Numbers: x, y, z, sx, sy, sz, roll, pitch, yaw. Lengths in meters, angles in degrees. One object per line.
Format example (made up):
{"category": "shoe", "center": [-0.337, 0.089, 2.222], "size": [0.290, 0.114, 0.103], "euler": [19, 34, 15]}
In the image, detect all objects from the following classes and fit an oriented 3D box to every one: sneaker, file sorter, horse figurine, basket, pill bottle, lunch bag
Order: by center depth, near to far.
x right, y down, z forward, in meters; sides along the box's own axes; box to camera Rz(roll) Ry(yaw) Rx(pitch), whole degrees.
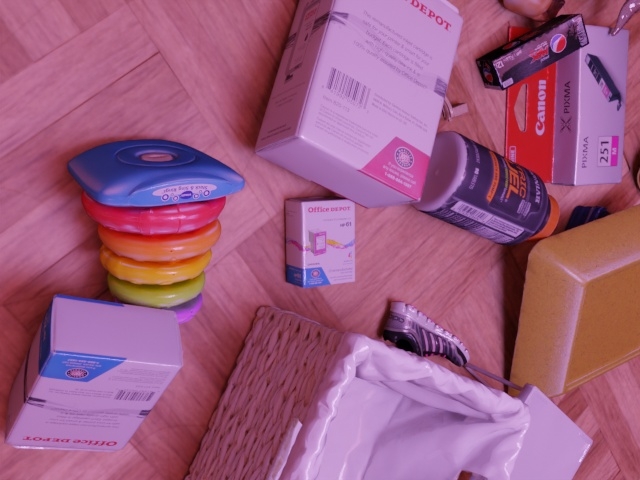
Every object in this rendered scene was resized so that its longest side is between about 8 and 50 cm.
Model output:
{"category": "basket", "center": [0.042, 0.294, 0.921], "size": [0.331, 0.266, 0.328], "euler": [27, 84, -29]}
{"category": "pill bottle", "center": [0.264, -0.070, 1.076], "size": [0.246, 0.130, 0.130], "euler": [19, 87, -31]}
{"category": "horse figurine", "center": [0.314, -0.434, 1.091], "size": [0.263, 0.066, 0.174], "euler": [35, 78, -28]}
{"category": "sneaker", "center": [0.163, 0.165, 1.092], "size": [0.170, 0.063, 0.075], "euler": [36, 79, -24]}
{"category": "file sorter", "center": [0.262, 0.371, 1.112], "size": [0.193, 0.173, 0.277], "euler": [41, 77, -29]}
{"category": "lunch bag", "center": [0.497, -0.018, 1.255], "size": [0.067, 0.065, 0.098], "euler": [29, 83, -30]}

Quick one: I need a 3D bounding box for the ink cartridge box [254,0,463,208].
{"category": "ink cartridge box", "center": [0.058, -0.212, 0.917], "size": [0.207, 0.117, 0.283], "euler": [24, 74, -30]}

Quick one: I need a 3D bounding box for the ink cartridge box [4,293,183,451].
{"category": "ink cartridge box", "center": [-0.259, 0.156, 0.776], "size": [0.140, 0.082, 0.190], "euler": [13, 133, -31]}

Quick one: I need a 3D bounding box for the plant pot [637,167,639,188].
{"category": "plant pot", "center": [0.688, -0.147, 1.324], "size": [0.134, 0.134, 0.095], "euler": [50, 48, -26]}

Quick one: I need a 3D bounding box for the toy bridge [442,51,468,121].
{"category": "toy bridge", "center": [0.181, -0.274, 1.059], "size": [0.063, 0.026, 0.188], "euler": [-23, 108, -23]}

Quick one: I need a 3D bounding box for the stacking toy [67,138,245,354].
{"category": "stacking toy", "center": [-0.199, 0.042, 0.832], "size": [0.175, 0.166, 0.301], "euler": [-9, 116, -33]}

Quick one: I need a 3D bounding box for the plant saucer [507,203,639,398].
{"category": "plant saucer", "center": [0.493, 0.122, 1.211], "size": [0.333, 0.081, 0.332], "euler": [-17, 122, -27]}

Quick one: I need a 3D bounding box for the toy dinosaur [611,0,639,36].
{"category": "toy dinosaur", "center": [0.563, -0.495, 1.165], "size": [0.200, 0.127, 0.295], "euler": [5, 81, -19]}

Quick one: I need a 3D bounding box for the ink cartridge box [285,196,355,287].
{"category": "ink cartridge box", "center": [0.000, 0.000, 0.978], "size": [0.088, 0.052, 0.122], "euler": [-6, 98, -30]}

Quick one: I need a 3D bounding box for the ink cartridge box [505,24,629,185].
{"category": "ink cartridge box", "center": [0.429, -0.231, 1.191], "size": [0.239, 0.060, 0.275], "euler": [-6, 100, -31]}

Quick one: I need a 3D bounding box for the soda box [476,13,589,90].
{"category": "soda box", "center": [0.341, -0.303, 1.104], "size": [0.169, 0.060, 0.053], "euler": [-28, 111, -6]}
